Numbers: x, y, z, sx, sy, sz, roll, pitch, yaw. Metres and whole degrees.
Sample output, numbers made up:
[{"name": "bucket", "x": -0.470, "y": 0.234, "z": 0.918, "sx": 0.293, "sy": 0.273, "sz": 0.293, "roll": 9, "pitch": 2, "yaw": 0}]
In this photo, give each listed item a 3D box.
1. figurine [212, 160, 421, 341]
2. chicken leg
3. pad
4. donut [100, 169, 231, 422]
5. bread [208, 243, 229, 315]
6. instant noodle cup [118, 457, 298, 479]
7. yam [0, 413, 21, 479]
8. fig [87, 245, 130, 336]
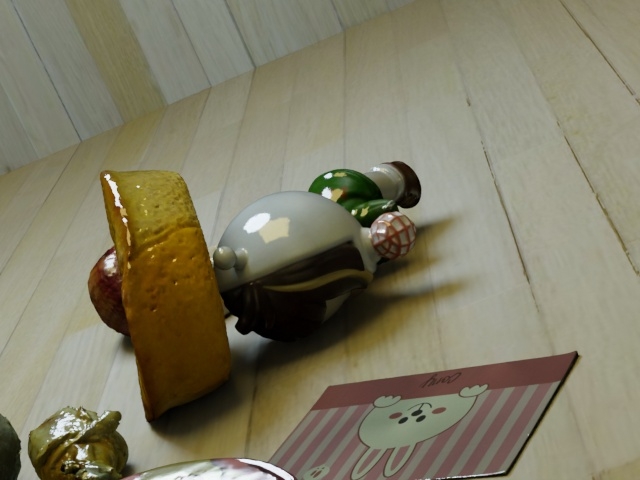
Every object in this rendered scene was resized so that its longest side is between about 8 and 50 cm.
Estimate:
[{"name": "figurine", "x": 0.000, "y": 0.000, "z": 1.794, "sx": 0.281, "sy": 0.167, "sz": 0.370, "roll": -23, "pitch": 9, "yaw": 38}, {"name": "chicken leg", "x": -0.248, "y": 0.232, "z": 1.575, "sx": 0.103, "sy": 0.088, "sz": 0.227, "roll": -17, "pitch": 11, "yaw": -23}, {"name": "pad", "x": 0.084, "y": 0.177, "z": 1.428, "sx": 0.299, "sy": 0.005, "sz": 0.202, "roll": -11, "pitch": 22, "yaw": 35}, {"name": "donut", "x": -0.177, "y": 0.055, "z": 1.707, "sx": 0.110, "sy": 0.303, "sz": 0.303, "roll": -12, "pitch": 16, "yaw": -8}, {"name": "bread", "x": -0.129, "y": 0.060, "z": 1.927, "sx": 0.105, "sy": 0.077, "sz": 0.152, "roll": -16, "pitch": 21, "yaw": 28}, {"name": "instant noodle cup", "x": -0.073, "y": 0.294, "z": 0.889, "sx": 0.244, "sy": 0.255, "sz": 0.244, "roll": -21, "pitch": 18, "yaw": 7}, {"name": "yam", "x": -0.419, "y": 0.272, "z": 1.598, "sx": 0.154, "sy": 0.154, "sz": 0.254, "roll": -17, "pitch": 15, "yaw": 23}, {"name": "fig", "x": -0.262, "y": 0.085, "z": 2.010, "sx": 0.146, "sy": 0.134, "sz": 0.201, "roll": -8, "pitch": -25, "yaw": -41}]
